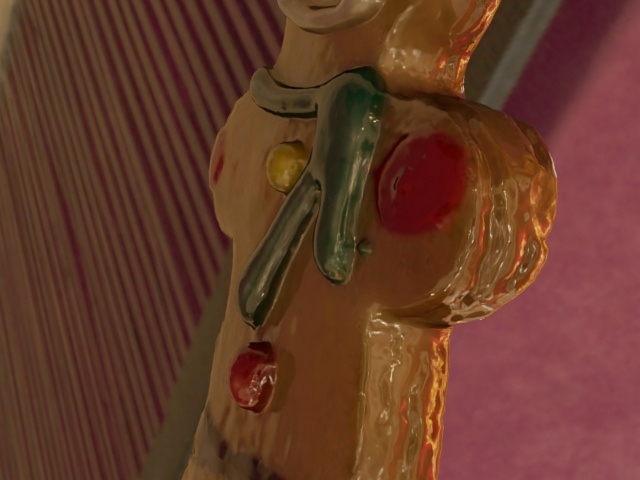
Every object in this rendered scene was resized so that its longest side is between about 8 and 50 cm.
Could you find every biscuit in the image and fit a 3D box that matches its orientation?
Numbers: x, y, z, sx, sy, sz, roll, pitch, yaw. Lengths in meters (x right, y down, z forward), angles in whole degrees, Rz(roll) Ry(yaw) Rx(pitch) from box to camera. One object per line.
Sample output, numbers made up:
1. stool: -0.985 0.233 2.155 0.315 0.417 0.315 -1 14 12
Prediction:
1. biscuit: 0.000 0.000 0.411 0.049 0.197 0.301 10 94 -28
